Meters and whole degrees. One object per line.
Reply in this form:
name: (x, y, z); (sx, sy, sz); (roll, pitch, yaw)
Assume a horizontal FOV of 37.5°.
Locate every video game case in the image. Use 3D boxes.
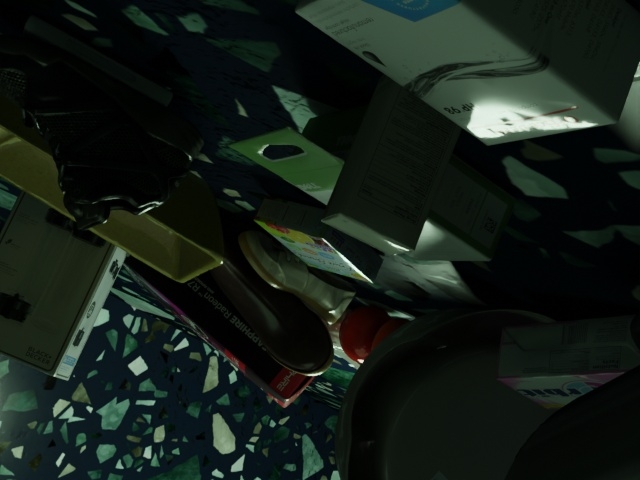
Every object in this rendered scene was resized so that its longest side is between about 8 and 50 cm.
video game case: (-0.226, -0.156, 0.923); (0.143, 0.019, 0.157); (28, 167, -17)

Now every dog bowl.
dog bowl: (0.175, 0.239, 1.125); (0.349, 0.348, 0.102); (29, 179, -21)

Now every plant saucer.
plant saucer: (-0.267, -0.075, 1.131); (0.333, 0.081, 0.333); (33, 166, -11)

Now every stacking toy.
stacking toy: (0.157, 0.171, 1.350); (0.330, 0.141, 0.141); (19, 167, 47)

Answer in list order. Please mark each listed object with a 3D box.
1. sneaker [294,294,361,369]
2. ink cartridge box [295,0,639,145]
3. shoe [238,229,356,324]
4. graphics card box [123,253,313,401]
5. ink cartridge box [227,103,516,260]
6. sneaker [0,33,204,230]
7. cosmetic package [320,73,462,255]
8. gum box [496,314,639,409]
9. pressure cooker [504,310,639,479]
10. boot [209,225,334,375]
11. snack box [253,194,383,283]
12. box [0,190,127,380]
sneaker: (0.041, 0.140, 1.531); (0.235, 0.090, 0.095); (26, 148, -10)
ink cartridge box: (0.091, -0.105, 0.487); (0.180, 0.060, 0.104); (30, 165, -25)
shoe: (-0.030, 0.040, 1.298); (0.219, 0.058, 0.076); (40, -163, -40)
graphics card box: (-0.166, 0.121, 1.542); (0.371, 0.094, 0.233); (41, 169, 6)
ink cartridge box: (0.043, -0.056, 0.758); (0.209, 0.062, 0.109); (30, 165, -26)
sneaker: (-0.234, -0.094, 0.860); (0.227, 0.130, 0.087); (29, 164, -12)
cosmetic package: (0.051, -0.054, 0.636); (0.060, 0.115, 0.041); (28, 166, -14)
gum box: (0.293, 0.129, 0.977); (0.188, 0.062, 0.107); (-11, 148, 43)
pressure cooker: (0.339, 0.218, 0.629); (0.370, 0.375, 0.420); (12, 154, -10)
boot: (-0.095, 0.073, 1.312); (0.248, 0.090, 0.207); (46, 178, 36)
snack box: (0.000, 0.000, 1.106); (0.100, 0.037, 0.141); (16, 165, 33)
box: (-0.391, 0.040, 1.388); (0.169, 0.290, 0.087); (21, 168, 5)
